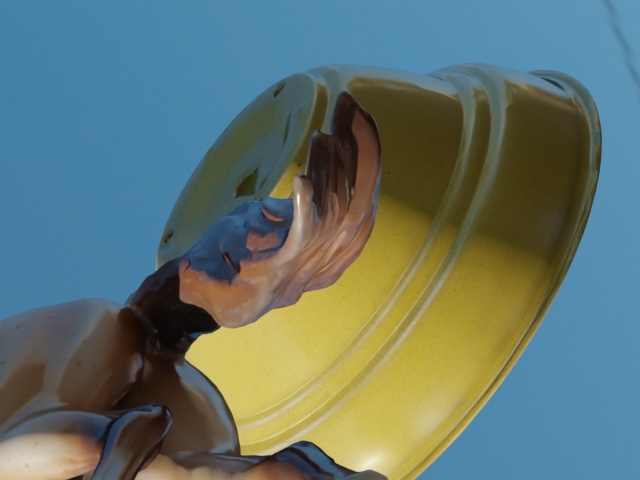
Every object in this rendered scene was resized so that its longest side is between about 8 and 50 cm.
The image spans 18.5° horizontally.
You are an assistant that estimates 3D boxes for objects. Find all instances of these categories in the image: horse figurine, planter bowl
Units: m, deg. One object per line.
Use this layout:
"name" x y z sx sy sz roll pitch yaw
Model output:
"horse figurine" -0.082 0.074 0.418 0.263 0.174 0.066 -43 -70 -4
"planter bowl" 0.000 0.000 0.754 0.090 0.217 0.217 35 -134 -21
